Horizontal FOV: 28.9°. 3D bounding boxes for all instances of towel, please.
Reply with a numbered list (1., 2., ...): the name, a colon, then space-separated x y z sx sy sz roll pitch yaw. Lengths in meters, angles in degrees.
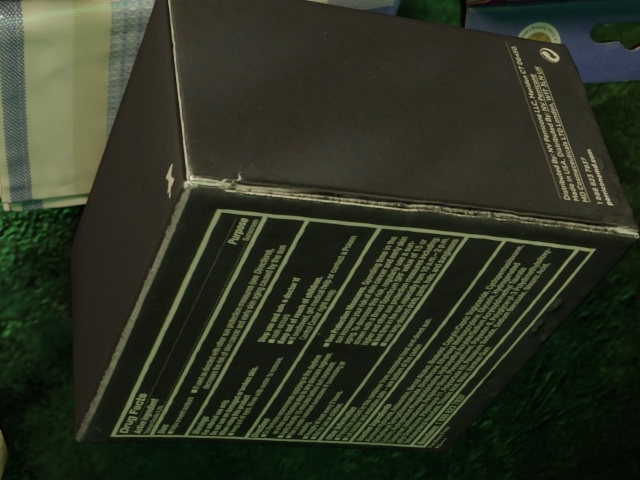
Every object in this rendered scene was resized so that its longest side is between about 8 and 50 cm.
1. towel: -0.092 -0.105 0.871 0.285 0.034 0.209 -9 148 -16

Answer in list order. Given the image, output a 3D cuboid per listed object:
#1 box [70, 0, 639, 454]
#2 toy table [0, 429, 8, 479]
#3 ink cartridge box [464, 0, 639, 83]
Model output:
1. box: 0.000 0.000 0.855 0.294 0.182 0.296 5 141 -23
2. toy table: -0.321 0.221 0.871 0.161 0.252 0.274 -11 126 2
3. ink cartridge box: 0.276 -0.278 0.973 0.324 0.071 0.330 -7 112 -18
